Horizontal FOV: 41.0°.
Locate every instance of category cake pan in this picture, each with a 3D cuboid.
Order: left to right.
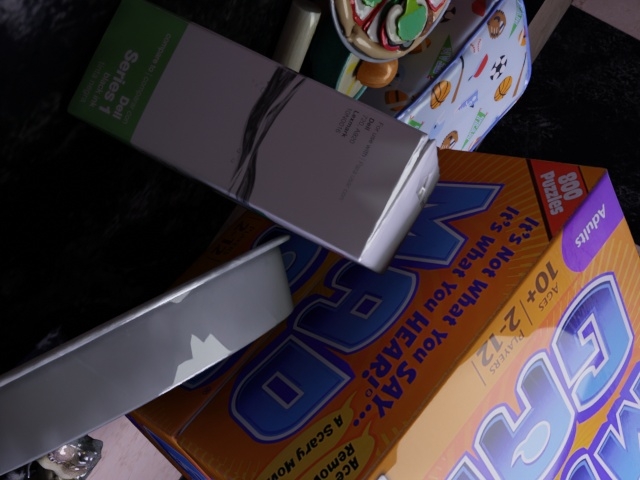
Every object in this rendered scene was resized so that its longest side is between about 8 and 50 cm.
[{"bbox_3d":[-0.141,0.083,0.602,0.293,0.054,0.293,-27,180,0],"label":"cake pan"}]

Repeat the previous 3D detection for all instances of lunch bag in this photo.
[{"bbox_3d":[0.154,-0.189,1.151,0.303,0.115,0.243,-46,149,-12],"label":"lunch bag"}]

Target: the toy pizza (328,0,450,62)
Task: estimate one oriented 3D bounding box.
[{"bbox_3d":[0.085,-0.265,0.819,0.201,0.032,0.201,-30,136,-35],"label":"toy pizza"}]

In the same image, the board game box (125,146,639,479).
[{"bbox_3d":[0.079,0.157,0.815,0.356,0.356,0.356,-47,125,-21],"label":"board game box"}]

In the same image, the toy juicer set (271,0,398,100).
[{"bbox_3d":[0.047,-0.219,0.890,0.329,0.090,0.209,-50,167,-34],"label":"toy juicer set"}]

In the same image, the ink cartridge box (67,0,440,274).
[{"bbox_3d":[-0.035,-0.065,0.600,0.092,0.220,0.160,-62,168,0],"label":"ink cartridge box"}]

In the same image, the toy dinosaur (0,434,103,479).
[{"bbox_3d":[-0.242,0.202,0.727,0.118,0.064,0.268,-42,-172,-20],"label":"toy dinosaur"}]
